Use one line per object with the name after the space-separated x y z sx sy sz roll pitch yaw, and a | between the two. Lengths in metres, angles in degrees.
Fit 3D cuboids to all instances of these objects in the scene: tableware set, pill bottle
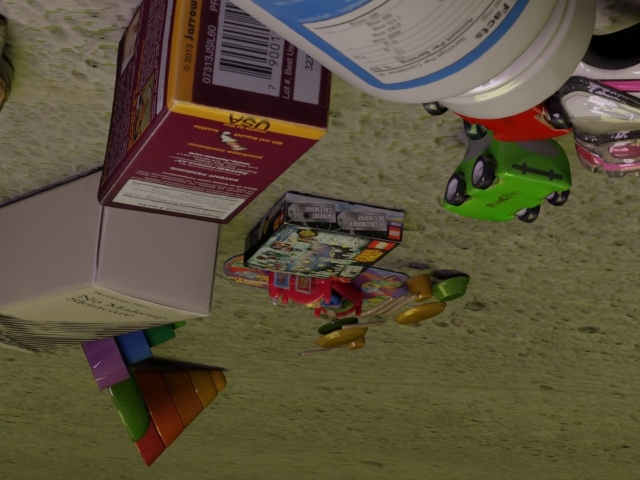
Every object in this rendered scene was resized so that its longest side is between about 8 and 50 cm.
0.057 0.062 1.402 0.104 0.024 0.154 -4 160 -35 | tableware set
0.024 -0.128 0.643 0.124 0.124 0.221 -5 161 32 | pill bottle

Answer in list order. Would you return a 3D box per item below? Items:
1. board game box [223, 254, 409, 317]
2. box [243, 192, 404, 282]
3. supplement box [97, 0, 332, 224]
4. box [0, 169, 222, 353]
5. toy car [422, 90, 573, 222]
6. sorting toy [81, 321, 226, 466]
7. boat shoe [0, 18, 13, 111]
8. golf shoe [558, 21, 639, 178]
-0.004 0.049 1.418 0.169 0.033 0.133 12 162 -20 | board game box
0.000 0.000 1.259 0.094 0.027 0.137 9 163 -13 | box
-0.057 -0.084 0.855 0.081 0.104 0.188 10 164 -16 | supplement box
-0.202 0.023 1.288 0.113 0.094 0.275 17 161 -35 | box
0.138 -0.061 0.960 0.239 0.053 0.225 12 163 -18 | toy car
-0.170 0.142 1.733 0.126 0.127 0.365 -23 162 -7 | sorting toy
-0.213 -0.095 0.974 0.050 0.045 0.135 7 164 -6 | boat shoe
0.209 -0.093 0.793 0.186 0.067 0.086 -16 117 10 | golf shoe
